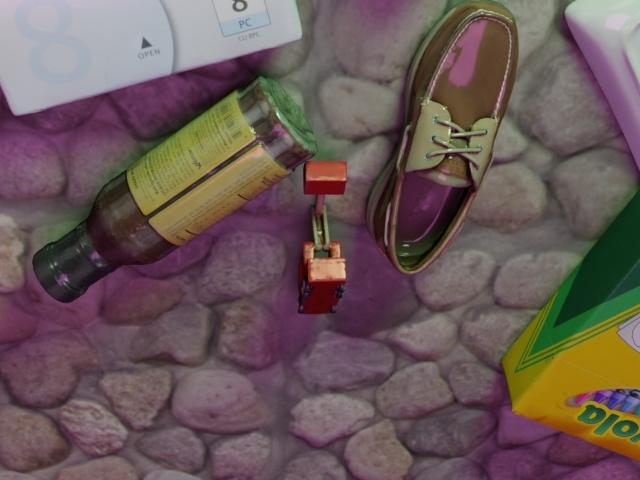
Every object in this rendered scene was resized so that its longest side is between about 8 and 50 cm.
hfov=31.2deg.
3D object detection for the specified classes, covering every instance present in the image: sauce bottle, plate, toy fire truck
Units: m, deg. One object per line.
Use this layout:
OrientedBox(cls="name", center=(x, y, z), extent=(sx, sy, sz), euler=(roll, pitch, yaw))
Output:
OrientedBox(cls="sauce bottle", center=(-0.169, -0.048, 1.259), extent=(0.344, 0.111, 0.111), euler=(-31, 120, 15))
OrientedBox(cls="plate", center=(0.447, -0.207, 1.259), extent=(0.277, 0.045, 0.278), euler=(-29, 121, 11))
OrientedBox(cls="toy fire truck", center=(0.000, 0.000, 1.313), extent=(0.047, 0.135, 0.192), euler=(-1, 161, -6))

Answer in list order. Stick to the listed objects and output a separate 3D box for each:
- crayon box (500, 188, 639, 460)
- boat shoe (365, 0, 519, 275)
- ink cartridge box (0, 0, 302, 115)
OrientedBox(cls="crayon box", center=(0.464, 0.138, 1.434), extent=(0.362, 0.106, 0.313), euler=(22, 120, -18))
OrientedBox(cls="boat shoe", center=(0.142, -0.102, 1.251), extent=(0.123, 0.116, 0.324), euler=(9, 121, -11))
OrientedBox(cls="ink cartridge box", center=(-0.211, -0.335, 1.087), extent=(0.308, 0.091, 0.385), euler=(-14, 123, 3))
